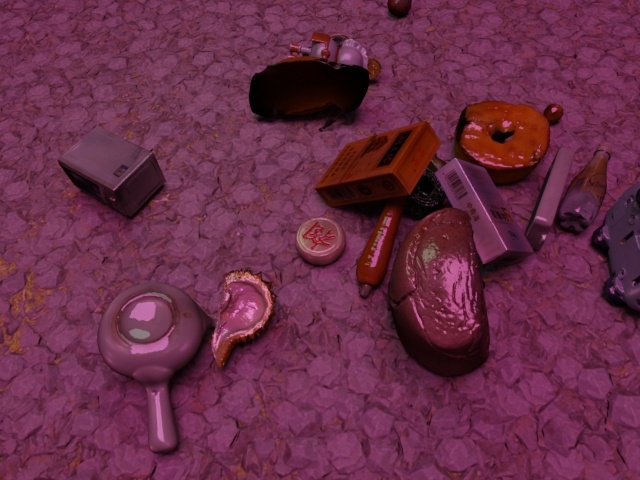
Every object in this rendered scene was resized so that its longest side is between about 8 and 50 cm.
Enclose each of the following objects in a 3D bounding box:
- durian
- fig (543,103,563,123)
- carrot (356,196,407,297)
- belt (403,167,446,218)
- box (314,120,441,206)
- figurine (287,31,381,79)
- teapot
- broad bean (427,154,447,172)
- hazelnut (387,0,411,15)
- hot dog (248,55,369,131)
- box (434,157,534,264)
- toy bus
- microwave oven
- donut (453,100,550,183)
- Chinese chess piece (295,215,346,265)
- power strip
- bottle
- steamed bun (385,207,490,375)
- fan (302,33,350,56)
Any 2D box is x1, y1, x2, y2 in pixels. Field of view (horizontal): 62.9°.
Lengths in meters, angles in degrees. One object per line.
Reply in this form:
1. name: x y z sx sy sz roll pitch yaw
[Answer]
1. durian: -0.175 0.173 1.140 0.141 0.078 0.224 21 71 3
2. fig: 0.626 -0.332 1.421 0.050 0.050 0.083 24 81 18
3. carrot: 0.149 -0.026 1.206 0.069 0.069 0.335 17 78 14
4. belt: 0.233 -0.121 1.297 0.151 0.079 0.121 37 58 10
5. box: 0.130 -0.176 1.245 0.274 0.076 0.174 -4 46 52
6. figurine: 0.039 -0.524 1.529 0.272 0.143 0.143 16 60 14
7. teapot: -0.351 0.242 1.060 0.220 0.149 0.318 13 58 4
8. broad bean: 0.297 -0.189 1.338 0.048 0.070 0.213 -36 57 12
9. hazelnut: 0.260 -0.776 1.708 0.087 0.086 0.086 -2 58 3
10. hot dog: -0.027 -0.423 1.470 0.327 0.193 0.107 11 31 6
11. box: 0.370 -0.063 1.182 0.155 0.067 0.242 2 57 -47
12. toy bus: 0.743 0.018 1.106 0.232 0.194 0.287 7 58 -1
13. microwave oven: -0.532 -0.176 1.352 0.205 0.129 0.163 28 61 19
14. donut: 0.461 -0.258 1.341 0.254 0.118 0.253 -3 60 4
15. Chinese chess piece: 0.000 0.000 1.246 0.122 0.051 0.122 -2 57 2
16. power strip: 0.539 -0.102 1.233 0.046 0.118 0.270 20 61 19
17. bottle: 0.651 -0.137 1.268 0.083 0.083 0.269 25 61 19
18. steamed bun: 0.227 0.105 1.063 0.199 0.251 0.301 -9 58 15
19. fan: 0.019 -0.595 1.632 0.155 0.039 0.082 -13 58 -2
